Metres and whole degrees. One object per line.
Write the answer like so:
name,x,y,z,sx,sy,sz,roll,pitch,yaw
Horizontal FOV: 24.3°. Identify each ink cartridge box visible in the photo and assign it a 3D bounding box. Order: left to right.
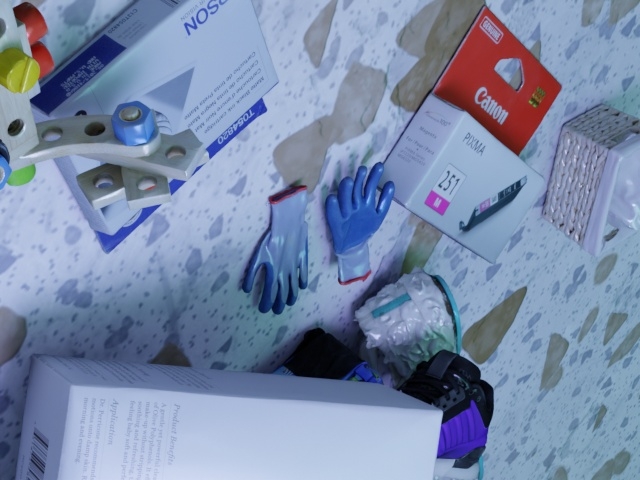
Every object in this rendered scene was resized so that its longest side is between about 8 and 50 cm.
ink cartridge box,-0.134,-0.112,1.314,0.223,0.045,0.224,-45,147,-18
ink cartridge box,0.199,-0.115,1.757,0.239,0.060,0.275,-57,148,3

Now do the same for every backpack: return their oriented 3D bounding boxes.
backpack,-0.021,0.210,1.691,0.173,0.117,0.158,-36,143,-29

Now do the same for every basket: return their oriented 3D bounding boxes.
basket,0.373,-0.083,1.979,0.113,0.103,0.167,-28,137,-38

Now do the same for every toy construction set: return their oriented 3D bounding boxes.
toy construction set,-0.208,-0.149,1.093,0.215,0.151,0.327,-39,131,-28

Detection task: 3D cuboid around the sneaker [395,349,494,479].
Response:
sneaker,0.110,0.189,1.657,0.293,0.102,0.146,12,101,-60

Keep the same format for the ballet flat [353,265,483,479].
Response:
ballet flat,0.112,0.195,1.869,0.147,0.147,0.409,-40,140,-25

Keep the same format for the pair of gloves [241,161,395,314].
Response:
pair of gloves,0.000,0.000,1.599,0.198,0.023,0.159,-22,132,-33

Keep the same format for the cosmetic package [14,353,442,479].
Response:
cosmetic package,-0.087,0.224,1.384,0.366,0.155,0.196,8,93,-25
